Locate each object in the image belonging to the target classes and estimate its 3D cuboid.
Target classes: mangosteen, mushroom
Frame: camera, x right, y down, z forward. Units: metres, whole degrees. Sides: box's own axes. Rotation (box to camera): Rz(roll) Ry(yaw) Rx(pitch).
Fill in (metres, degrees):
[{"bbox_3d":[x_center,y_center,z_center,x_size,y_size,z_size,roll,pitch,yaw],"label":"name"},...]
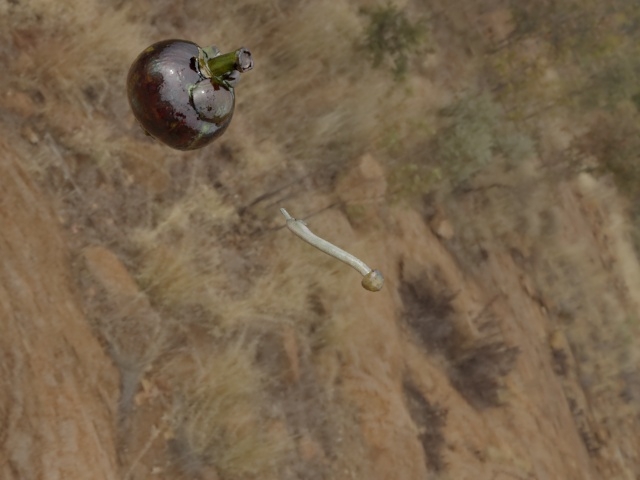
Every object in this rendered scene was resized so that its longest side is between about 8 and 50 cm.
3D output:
[{"bbox_3d":[-0.244,-0.306,1.825,0.231,0.289,0.231,45,31,-36],"label":"mangosteen"},{"bbox_3d":[-0.002,0.002,1.563,0.306,0.043,0.068,36,-16,42],"label":"mushroom"}]
